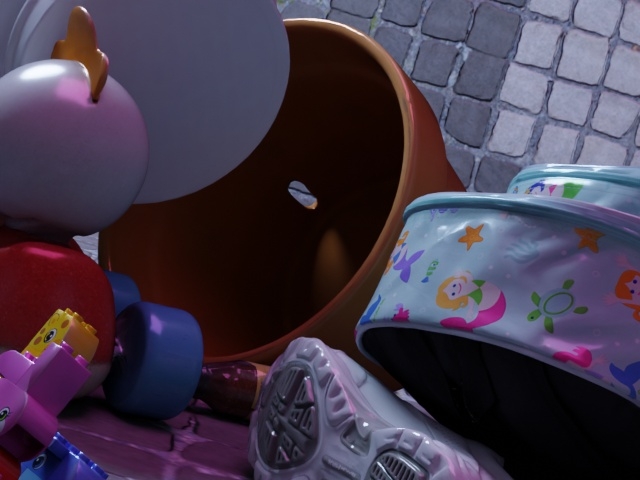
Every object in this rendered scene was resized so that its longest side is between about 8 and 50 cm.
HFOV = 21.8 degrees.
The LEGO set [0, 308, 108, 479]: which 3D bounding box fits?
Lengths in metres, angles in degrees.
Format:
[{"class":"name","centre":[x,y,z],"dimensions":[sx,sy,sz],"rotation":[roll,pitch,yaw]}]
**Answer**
[{"class":"LEGO set","centre":[-0.143,0.065,0.757],"dimensions":[0.087,0.093,0.227],"rotation":[47,-15,-33]}]

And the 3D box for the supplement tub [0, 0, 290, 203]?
[{"class":"supplement tub","centre":[-0.166,-0.186,1.243],"dimensions":[0.228,0.228,0.316],"rotation":[14,24,-31]}]

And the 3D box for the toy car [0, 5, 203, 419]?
[{"class":"toy car","centre":[-0.181,-0.032,1.053],"dimensions":[0.219,0.238,0.210],"rotation":[15,4,-29]}]

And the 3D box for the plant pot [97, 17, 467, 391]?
[{"class":"plant pot","centre":[0.000,0.000,1.313],"dimensions":[0.291,0.291,0.203],"rotation":[20,-11,42]}]

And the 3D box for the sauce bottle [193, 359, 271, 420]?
[{"class":"sauce bottle","centre":[-0.049,0.103,1.145],"dimensions":[0.128,0.042,0.042],"rotation":[17,3,-26]}]

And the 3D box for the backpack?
[{"class":"backpack","centre":[0.156,0.060,0.978],"dimensions":[0.253,0.191,0.225],"rotation":[33,-18,-37]}]

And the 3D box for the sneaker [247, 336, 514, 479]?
[{"class":"sneaker","centre":[0.042,0.131,0.939],"dimensions":[0.115,0.090,0.232],"rotation":[22,9,-34]}]
